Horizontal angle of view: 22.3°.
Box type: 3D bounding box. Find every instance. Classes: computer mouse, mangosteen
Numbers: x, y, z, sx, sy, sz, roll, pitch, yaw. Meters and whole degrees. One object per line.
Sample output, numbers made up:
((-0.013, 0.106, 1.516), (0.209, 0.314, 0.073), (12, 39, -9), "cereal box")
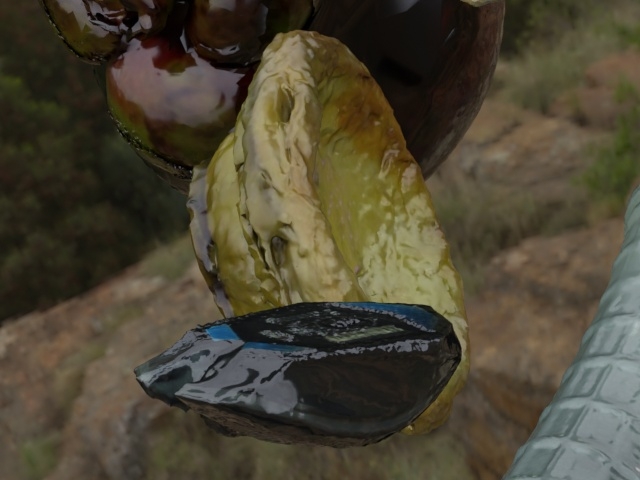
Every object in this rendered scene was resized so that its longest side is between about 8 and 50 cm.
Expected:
((-0.005, 0.053, 0.591), (0.135, 0.047, 0.079), (-6, 11, -40), "computer mouse")
((-0.049, -0.214, 1.379), (0.381, 0.421, 0.381), (-25, 53, 39), "mangosteen")

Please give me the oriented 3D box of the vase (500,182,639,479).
((0.173, 0.105, 0.892), (0.143, 0.143, 0.299), (11, 49, 35), "vase")

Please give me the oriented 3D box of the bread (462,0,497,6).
((0.091, -0.290, 0.895), (0.167, 0.163, 0.264), (-27, 71, -25), "bread")

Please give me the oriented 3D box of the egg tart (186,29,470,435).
((0.000, 0.000, 1.070), (0.123, 0.294, 0.294), (-20, 34, 18), "egg tart")
